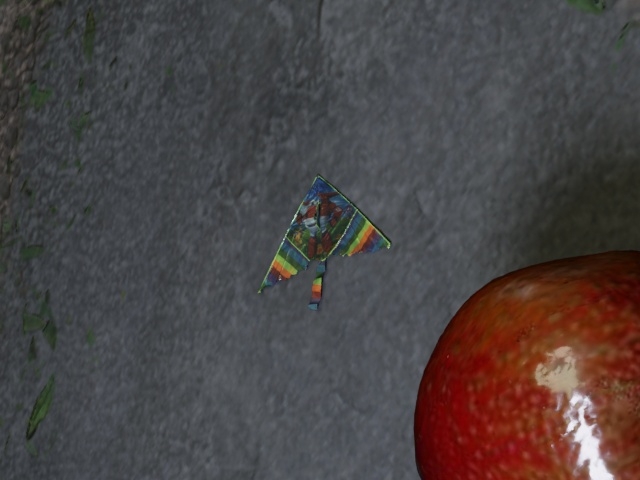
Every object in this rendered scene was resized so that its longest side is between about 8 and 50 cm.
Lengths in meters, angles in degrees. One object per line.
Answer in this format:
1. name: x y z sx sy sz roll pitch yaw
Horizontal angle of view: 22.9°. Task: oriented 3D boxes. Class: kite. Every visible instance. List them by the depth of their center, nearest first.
1. kite: 0.000 0.000 1.003 0.122 0.004 0.090 -14 69 45

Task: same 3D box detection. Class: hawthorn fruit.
1. hawthorn fruit: 0.120 0.084 0.738 0.188 0.169 0.169 -8 73 50
